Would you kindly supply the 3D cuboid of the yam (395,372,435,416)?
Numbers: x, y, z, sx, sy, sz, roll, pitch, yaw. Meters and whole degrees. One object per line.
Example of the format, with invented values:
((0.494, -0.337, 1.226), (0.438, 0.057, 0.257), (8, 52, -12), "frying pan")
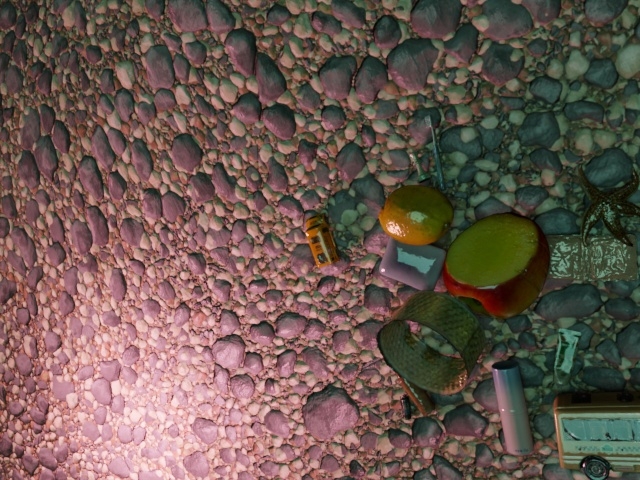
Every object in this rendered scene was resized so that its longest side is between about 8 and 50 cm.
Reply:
((0.269, 0.429, 1.624), (0.057, 0.057, 0.241), (-37, 84, 24), "yam")

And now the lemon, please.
((0.267, -0.072, 1.481), (0.207, 0.170, 0.170), (15, 104, 26), "lemon")

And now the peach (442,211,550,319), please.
((0.462, 0.061, 1.375), (0.249, 0.245, 0.274), (36, 87, 21), "peach")

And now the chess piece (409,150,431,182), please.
((0.283, -0.215, 1.523), (0.042, 0.042, 0.093), (-26, 80, 25), "chess piece")

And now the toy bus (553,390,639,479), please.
((0.789, 0.481, 1.329), (0.366, 0.177, 0.201), (-10, 88, 26), "toy bus")

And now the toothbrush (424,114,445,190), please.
((0.327, -0.249, 1.507), (0.019, 0.016, 0.219), (-11, 94, 27), "toothbrush")

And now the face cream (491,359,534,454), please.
((0.542, 0.469, 1.490), (0.077, 0.077, 0.250), (-9, 95, 25), "face cream")

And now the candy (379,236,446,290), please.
((0.270, 0.063, 1.552), (0.174, 0.071, 0.138), (22, 106, 18), "candy")

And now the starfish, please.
((0.715, -0.090, 1.322), (0.213, 0.057, 0.238), (-39, 75, 7), "starfish")

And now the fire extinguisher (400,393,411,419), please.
((0.264, 0.515, 1.652), (0.038, 0.025, 0.083), (-1, 99, 48), "fire extinguisher")

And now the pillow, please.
((0.696, 0.045, 1.376), (0.233, 0.043, 0.126), (0, 99, 21), "pillow")

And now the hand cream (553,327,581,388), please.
((0.666, 0.324, 1.442), (0.057, 0.037, 0.165), (10, 96, 22), "hand cream")

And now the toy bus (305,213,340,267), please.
((0.000, 0.000, 1.661), (0.070, 0.074, 0.162), (-19, 91, 27), "toy bus")

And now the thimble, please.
((0.307, 0.281, 1.471), (0.271, 0.150, 0.270), (24, 136, 25), "thimble")
